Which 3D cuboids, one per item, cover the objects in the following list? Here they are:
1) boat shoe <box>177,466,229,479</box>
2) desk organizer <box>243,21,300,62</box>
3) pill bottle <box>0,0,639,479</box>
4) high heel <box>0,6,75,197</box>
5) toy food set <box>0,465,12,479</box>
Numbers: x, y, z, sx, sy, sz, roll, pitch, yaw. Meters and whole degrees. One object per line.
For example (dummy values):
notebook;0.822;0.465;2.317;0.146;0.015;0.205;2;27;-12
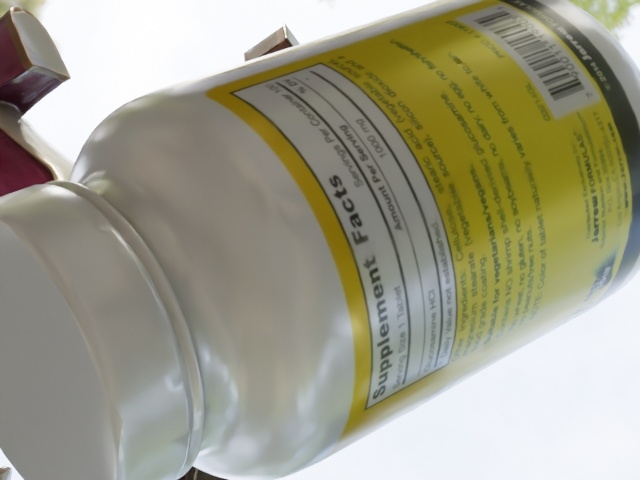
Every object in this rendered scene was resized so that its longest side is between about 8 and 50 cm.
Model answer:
boat shoe;-0.110;0.056;0.991;0.132;0.130;0.355;-2;-105;45
desk organizer;-0.017;-0.140;1.305;0.050;0.130;0.047;-33;-155;12
pill bottle;0.000;0.000;0.656;0.334;0.188;0.188;-23;-130;-35
high heel;-0.267;-0.014;1.181;0.181;0.127;0.377;-34;-120;20
toy food set;-0.320;0.236;0.949;0.071;0.218;0.128;17;-71;24
